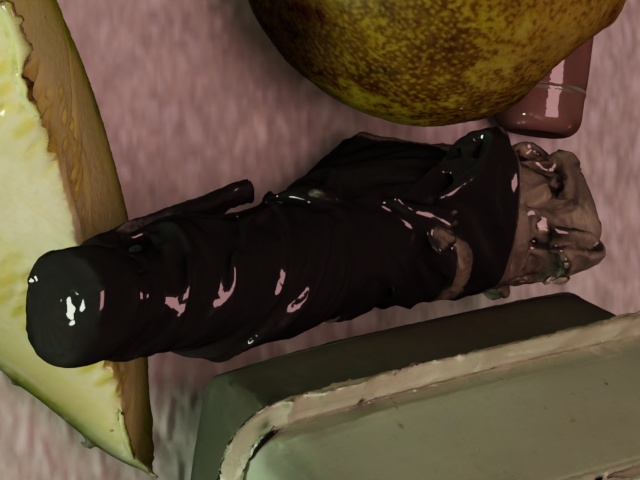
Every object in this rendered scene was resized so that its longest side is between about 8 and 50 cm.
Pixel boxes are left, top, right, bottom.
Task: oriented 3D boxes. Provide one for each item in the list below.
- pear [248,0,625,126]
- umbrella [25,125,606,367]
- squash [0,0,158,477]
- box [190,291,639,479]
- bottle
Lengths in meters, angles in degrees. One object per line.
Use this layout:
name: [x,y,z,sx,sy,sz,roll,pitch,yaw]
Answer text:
pear: [0.067,-0.154,0.957,0.197,0.197,0.197,0,90,-29]
umbrella: [0.003,-0.003,0.917,0.358,0.113,0.106,-10,89,-45]
squash: [-0.115,-0.018,0.901,0.252,0.169,0.093,43,28,-22]
box: [0.073,0.151,0.944,0.291,0.166,0.220,-10,125,-29]
bottle: [0.134,-0.131,1.069,0.053,0.053,0.140,9,86,-29]
